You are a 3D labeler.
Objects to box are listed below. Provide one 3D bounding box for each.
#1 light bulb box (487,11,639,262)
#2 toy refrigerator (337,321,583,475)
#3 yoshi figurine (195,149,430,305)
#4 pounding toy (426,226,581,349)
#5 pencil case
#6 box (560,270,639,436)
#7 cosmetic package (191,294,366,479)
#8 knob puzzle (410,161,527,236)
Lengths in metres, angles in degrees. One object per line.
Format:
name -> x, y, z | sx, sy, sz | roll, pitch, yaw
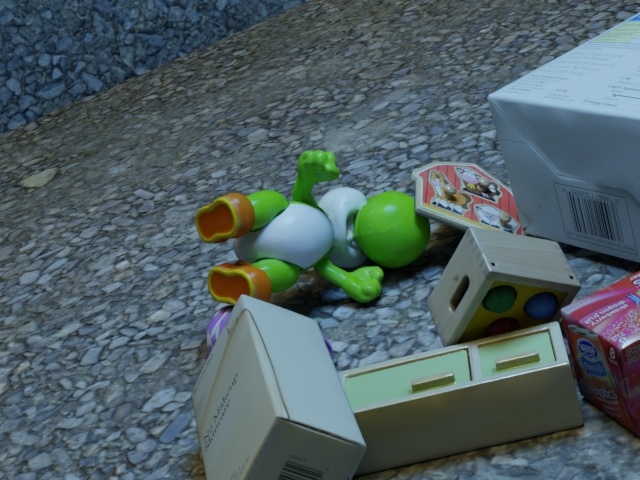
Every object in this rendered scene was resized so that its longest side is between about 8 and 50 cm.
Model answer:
light bulb box -> 0.492, -0.155, 1.852 | 0.361, 0.225, 0.358 | -29, 26, -25
toy refrigerator -> 0.155, 0.178, 1.565 | 0.269, 0.094, 0.102 | -13, 24, 9
yoshi figurine -> 0.017, -0.011, 1.932 | 0.362, 0.204, 0.203 | -12, 48, -43
pounding toy -> 0.243, 0.095, 1.648 | 0.206, 0.181, 0.094 | 9, 37, -24
pencil case -> -0.070, 0.146, 1.814 | 0.206, 0.086, 0.088 | 16, 82, 52
box -> 0.416, 0.096, 1.523 | 0.256, 0.123, 0.128 | -24, 25, -14
cosmetic package -> -0.056, 0.203, 1.544 | 0.113, 0.160, 0.309 | 22, 15, -19
knob puzzle -> 0.226, -0.071, 2.004 | 0.213, 0.030, 0.213 | 16, 32, -10
